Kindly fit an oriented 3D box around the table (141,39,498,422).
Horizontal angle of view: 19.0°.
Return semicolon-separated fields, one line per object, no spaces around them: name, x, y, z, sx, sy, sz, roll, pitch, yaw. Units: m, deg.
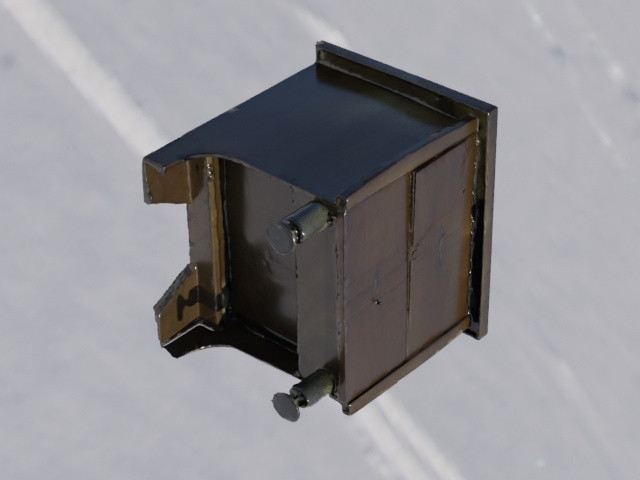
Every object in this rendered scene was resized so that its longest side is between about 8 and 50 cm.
table;0.000;0.000;0.580;0.070;0.083;0.082;25;41;33
